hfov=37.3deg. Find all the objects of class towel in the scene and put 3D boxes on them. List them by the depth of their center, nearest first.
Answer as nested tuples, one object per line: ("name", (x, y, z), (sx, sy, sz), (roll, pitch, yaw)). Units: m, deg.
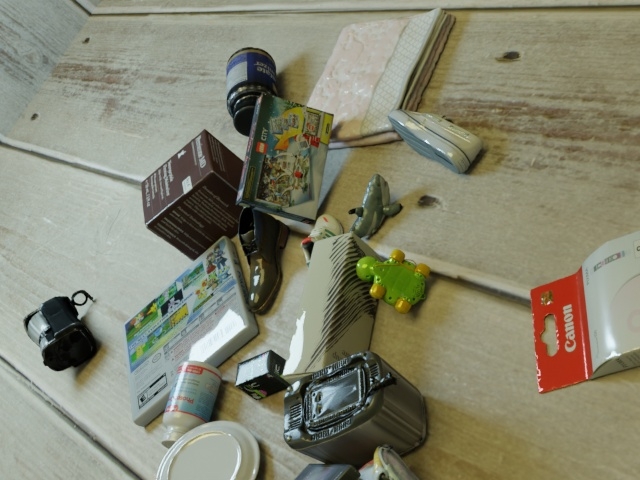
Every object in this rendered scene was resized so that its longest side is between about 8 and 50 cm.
("towel", (0.104, -0.343, 2.022), (0.317, 0.053, 0.332), (0, 58, 47))

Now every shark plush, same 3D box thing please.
("shark plush", (0.075, -0.047, 1.780), (0.161, 0.067, 0.073), (-47, 37, 5))

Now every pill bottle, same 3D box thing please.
("pill bottle", (-0.246, 0.314, 1.790), (0.087, 0.087, 0.160), (-14, 50, 39))
("pill bottle", (-0.162, -0.349, 2.246), (0.122, 0.123, 0.219), (-31, 41, 24))

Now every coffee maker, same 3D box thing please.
("coffee maker", (-0.598, 0.205, 2.229), (0.171, 0.120, 0.178), (-53, 37, -4))

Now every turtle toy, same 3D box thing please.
("turtle toy", (0.120, 0.067, 1.612), (0.095, 0.130, 0.066), (-58, -7, -15))

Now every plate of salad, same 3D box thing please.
("plate of salad", (-0.195, 0.406, 1.658), (0.199, 0.048, 0.200), (-14, 42, 13))

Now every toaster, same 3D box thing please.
("toaster", (0.062, 0.265, 1.458), (0.227, 0.146, 0.129), (-30, 42, 27))

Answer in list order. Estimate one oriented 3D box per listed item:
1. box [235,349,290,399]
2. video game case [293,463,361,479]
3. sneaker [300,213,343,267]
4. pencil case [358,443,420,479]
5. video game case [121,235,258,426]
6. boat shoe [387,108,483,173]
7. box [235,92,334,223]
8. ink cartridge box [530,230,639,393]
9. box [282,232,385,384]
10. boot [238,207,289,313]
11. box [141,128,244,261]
("box", (-0.103, 0.244, 1.721), (0.083, 0.062, 0.052), (-26, 42, 29))
("video game case", (-0.047, 0.407, 1.394), (0.196, 0.026, 0.274), (-45, 1, -18))
("sneaker", (0.000, 0.000, 1.812), (0.057, 0.075, 0.161), (-26, 43, 29))
("pencil case", (0.034, 0.423, 1.373), (0.273, 0.124, 0.113), (-45, 77, 10))
("video game case", (-0.283, 0.185, 1.987), (0.329, 0.036, 0.300), (-40, 38, 15))
("boat shoe", (0.217, -0.197, 1.766), (0.076, 0.083, 0.226), (-41, 47, -7))
("box", (-0.070, -0.165, 1.918), (0.044, 0.159, 0.233), (151, 132, -67))
("ink cartridge box", (0.394, 0.097, 1.333), (0.232, 0.066, 0.189), (-20, 46, 29))
("box", (0.027, 0.132, 1.643), (0.094, 0.113, 0.275), (-14, 51, 37))
("boot", (-0.134, 0.033, 1.898), (0.082, 0.106, 0.219), (-20, 46, 35))
("box", (-0.264, -0.096, 2.097), (0.203, 0.167, 0.168), (-38, 38, 17))
